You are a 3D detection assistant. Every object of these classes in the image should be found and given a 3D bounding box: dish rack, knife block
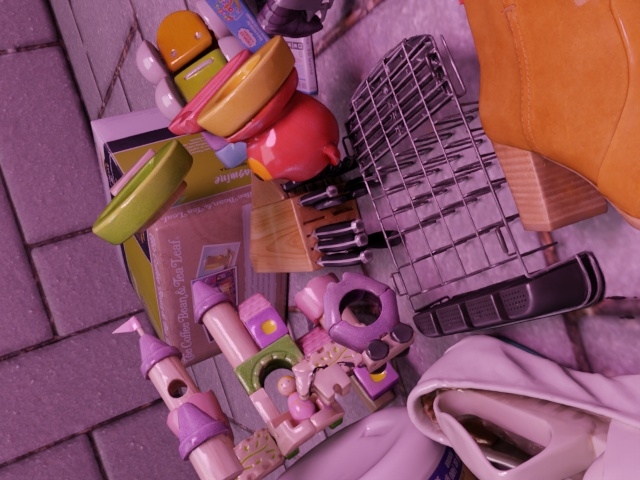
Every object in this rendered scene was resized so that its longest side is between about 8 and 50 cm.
[{"bbox_3d":[0.115,-0.043,0.598,0.208,0.074,0.271,-34,75,63],"label":"dish rack"},{"bbox_3d":[0.000,0.000,0.835,0.242,0.088,0.275,52,149,36],"label":"knife block"}]

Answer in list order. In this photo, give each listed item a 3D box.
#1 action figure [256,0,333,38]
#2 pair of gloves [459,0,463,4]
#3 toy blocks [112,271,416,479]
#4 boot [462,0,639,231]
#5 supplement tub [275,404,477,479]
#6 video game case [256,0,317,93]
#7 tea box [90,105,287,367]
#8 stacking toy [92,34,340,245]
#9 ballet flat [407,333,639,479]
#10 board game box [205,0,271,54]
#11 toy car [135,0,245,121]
[{"bbox_3d":[0.011,-0.324,0.587,0.285,0.099,0.185,-52,53,57],"label":"action figure"},{"bbox_3d":[0.068,-0.255,0.464,0.198,0.023,0.159,24,154,2],"label":"pair of gloves"},{"bbox_3d":[-0.077,0.130,0.792,0.260,0.289,0.309,53,167,22],"label":"toy blocks"},{"bbox_3d":[0.182,-0.115,0.367,0.295,0.104,0.211,-3,104,68],"label":"boot"},{"bbox_3d":[0.101,0.372,0.677,0.331,0.241,0.241,56,154,0],"label":"supplement tub"},{"bbox_3d":[-0.047,-0.277,0.825,0.119,0.015,0.166,32,135,55],"label":"video game case"},{"bbox_3d":[-0.223,-0.018,1.123,0.323,0.220,0.329,51,149,38],"label":"tea box"},{"bbox_3d":[-0.116,-0.089,0.758,0.130,0.279,0.309,43,-178,-20],"label":"stacking toy"},{"bbox_3d":[0.205,0.164,0.482,0.400,0.139,0.139,6,113,63],"label":"ballet flat"},{"bbox_3d":[-0.153,-0.354,0.836,0.160,0.039,0.211,42,-165,-54],"label":"board game box"},{"bbox_3d":[-0.172,-0.254,0.973,0.182,0.159,0.136,60,-172,21],"label":"toy car"}]
